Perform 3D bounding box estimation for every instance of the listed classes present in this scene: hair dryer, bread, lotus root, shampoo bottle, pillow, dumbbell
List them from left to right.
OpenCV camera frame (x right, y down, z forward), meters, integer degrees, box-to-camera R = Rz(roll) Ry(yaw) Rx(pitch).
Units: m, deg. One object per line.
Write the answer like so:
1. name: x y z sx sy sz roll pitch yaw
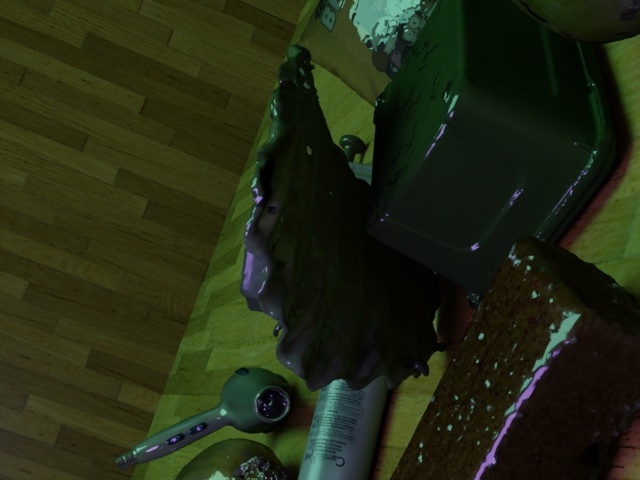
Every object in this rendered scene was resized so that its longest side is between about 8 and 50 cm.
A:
1. hair dryer: -0.153 0.287 1.663 0.298 0.119 0.296 -25 -2 -34
2. lotus root: -0.139 0.386 1.580 0.342 0.151 0.169 -45 24 60
3. shampoo bottle: 0.027 0.248 1.276 0.085 0.085 0.262 136 152 -62
4. dumbbell: 0.046 -0.135 1.906 0.046 0.052 0.118 4 67 34
5. pillow: 0.119 -0.341 1.555 0.312 0.119 0.310 44 122 31
6. bread: 0.131 0.210 0.851 0.165 0.113 0.416 -99 32 -68

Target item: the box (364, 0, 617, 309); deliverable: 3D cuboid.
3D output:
1. box: 0.165 -0.120 1.102 0.253 0.178 0.328 -57 17 34

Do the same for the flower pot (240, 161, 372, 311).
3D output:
1. flower pot: 0.000 0.000 1.450 0.209 0.190 0.239 97 -177 -45

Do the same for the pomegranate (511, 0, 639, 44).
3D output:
1. pomegranate: 0.220 -0.313 0.873 0.291 0.323 0.291 -54 25 39

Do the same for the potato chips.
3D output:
1. potato chips: 0.020 -0.014 1.139 0.097 0.373 0.389 -22 27 22
